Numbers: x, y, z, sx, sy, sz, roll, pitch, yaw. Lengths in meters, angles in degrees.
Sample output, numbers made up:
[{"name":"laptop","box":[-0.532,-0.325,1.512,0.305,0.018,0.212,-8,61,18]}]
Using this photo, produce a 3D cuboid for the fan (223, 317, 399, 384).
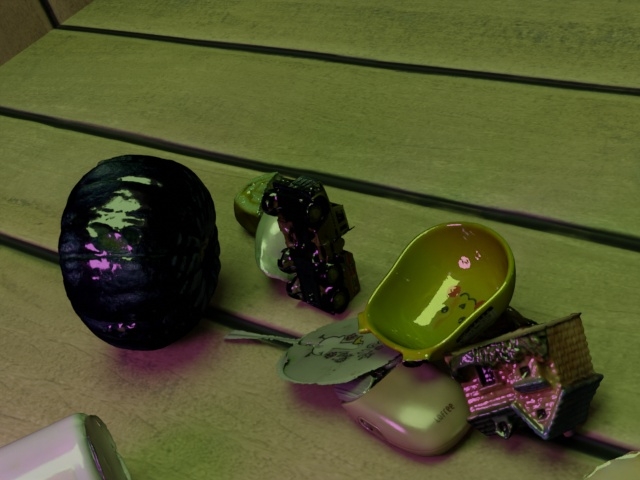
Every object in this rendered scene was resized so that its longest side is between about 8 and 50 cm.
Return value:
[{"name":"fan","box":[-0.020,0.179,1.874,0.414,0.012,0.233,3,26,46]}]

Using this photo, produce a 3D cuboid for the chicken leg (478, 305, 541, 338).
[{"name":"chicken leg","box":[0.294,0.138,1.778,0.178,0.070,0.093,15,48,28]}]

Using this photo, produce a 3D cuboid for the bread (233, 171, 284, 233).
[{"name":"bread","box":[-0.131,-0.064,2.234,0.110,0.103,0.156,-9,35,23]}]

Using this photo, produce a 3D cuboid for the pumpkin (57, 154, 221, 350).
[{"name":"pumpkin","box":[-0.326,0.022,2.000,0.266,0.363,0.363,-1,37,5]}]

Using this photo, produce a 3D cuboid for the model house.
[{"name":"model house","box":[0.297,0.215,1.577,0.182,0.172,0.166,-19,-4,37]}]

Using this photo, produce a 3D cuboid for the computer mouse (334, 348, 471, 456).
[{"name":"computer mouse","box":[0.130,0.246,1.695,0.145,0.082,0.236,-37,39,-22]}]

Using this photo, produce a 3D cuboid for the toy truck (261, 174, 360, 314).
[{"name":"toy truck","box":[-0.004,0.001,1.943,0.127,0.257,0.127,-39,37,-29]}]

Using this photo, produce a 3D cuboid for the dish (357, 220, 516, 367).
[{"name":"dish","box":[0.202,0.103,1.726,0.262,0.108,0.221,-47,39,-12]}]

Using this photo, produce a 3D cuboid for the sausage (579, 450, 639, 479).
[{"name":"sausage","box":[0.382,0.402,1.173,0.233,0.287,0.233,-13,35,9]}]

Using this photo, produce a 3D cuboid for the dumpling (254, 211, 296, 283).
[{"name":"dumpling","box":[-0.052,0.004,2.099,0.151,0.124,0.229,21,45,-9]}]

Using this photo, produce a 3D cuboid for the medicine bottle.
[{"name":"medicine bottle","box":[-0.482,0.428,1.650,0.378,0.214,0.213,-24,35,-5]}]
